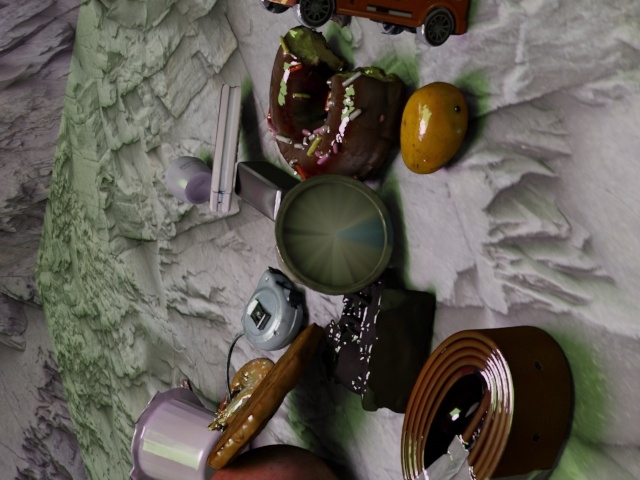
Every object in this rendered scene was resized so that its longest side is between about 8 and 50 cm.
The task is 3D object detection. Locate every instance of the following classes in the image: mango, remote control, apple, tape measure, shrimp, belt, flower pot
[{"bbox_3d":[0.174,-0.170,1.344,0.115,0.089,0.165,52,138,46],"label":"mango"},{"bbox_3d":[-0.212,-0.209,1.947,0.103,0.055,0.277,109,165,-66],"label":"remote control"},{"bbox_3d":[-0.082,0.553,1.684,0.345,0.269,0.344,21,128,31],"label":"apple"},{"bbox_3d":[-0.146,0.230,1.850,0.330,0.084,0.164,-62,35,10],"label":"tape measure"},{"bbox_3d":[-0.181,0.356,1.956,0.217,0.051,0.115,-48,38,4],"label":"shrimp"},{"bbox_3d":[0.235,0.277,1.254,0.217,0.122,0.338,54,135,46],"label":"belt"},{"bbox_3d":[0.000,0.000,1.544,0.202,0.212,0.212,155,109,-73],"label":"flower pot"}]

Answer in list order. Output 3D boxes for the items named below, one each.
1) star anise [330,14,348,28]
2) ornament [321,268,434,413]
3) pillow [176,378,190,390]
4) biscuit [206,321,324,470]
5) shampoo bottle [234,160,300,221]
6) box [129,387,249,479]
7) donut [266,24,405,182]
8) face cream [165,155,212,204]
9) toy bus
[{"bbox_3d":[0.017,-0.501,1.585,0.231,0.089,0.209,156,101,-70],"label":"star anise"},{"bbox_3d":[0.084,0.165,1.533,0.260,0.106,0.251,-147,67,-64],"label":"ornament"},{"bbox_3d":[-0.367,0.519,2.366,0.135,0.049,0.248,114,144,-44],"label":"pillow"},{"bbox_3d":[-0.106,0.309,1.677,0.046,0.359,0.359,39,139,0],"label":"biscuit"},{"bbox_3d":[-0.115,-0.112,1.850,0.246,0.079,0.080,35,121,54],"label":"shampoo bottle"},{"bbox_3d":[-0.287,0.506,2.080,0.206,0.291,0.262,12,96,35],"label":"box"},{"bbox_3d":[0.006,-0.231,1.577,0.345,0.136,0.259,48,128,47],"label":"donut"},{"bbox_3d":[-0.329,-0.152,2.177,0.104,0.117,0.117,39,125,43],"label":"face cream"},{"bbox_3d":[0.064,-0.386,1.279,0.143,0.329,0.153,38,122,53],"label":"toy bus"}]
